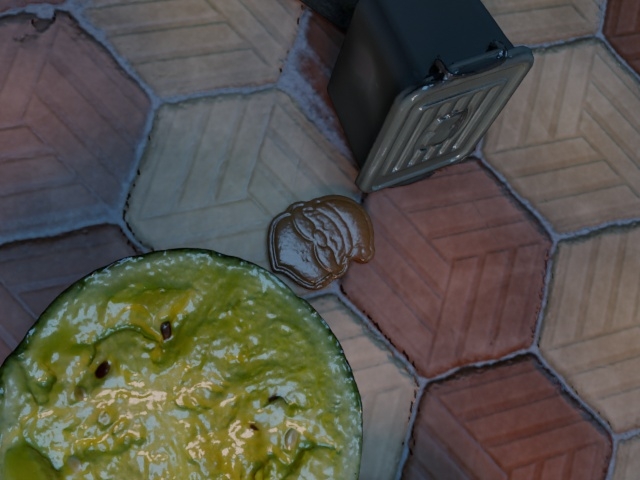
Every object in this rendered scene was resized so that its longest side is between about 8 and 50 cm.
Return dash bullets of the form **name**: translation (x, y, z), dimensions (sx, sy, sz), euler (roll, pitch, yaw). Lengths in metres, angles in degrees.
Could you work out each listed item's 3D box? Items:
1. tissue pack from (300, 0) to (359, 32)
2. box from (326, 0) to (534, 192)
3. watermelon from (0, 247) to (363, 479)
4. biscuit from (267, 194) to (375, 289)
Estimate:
- **tissue pack**: translation (-0.021, -0.354, 0.955), dimensions (0.257, 0.185, 0.081), euler (33, 72, -7)
- **box**: translation (0.103, -0.170, 0.935), dimensions (0.163, 0.243, 0.135), euler (-21, 72, -17)
- **watermelon**: translation (-0.141, 0.186, 0.814), dimensions (0.330, 0.189, 0.331), euler (7, 60, -12)
- **biscuit**: translation (0.000, 0.000, 0.976), dimensions (0.130, 0.019, 0.102), euler (-21, 84, -17)
